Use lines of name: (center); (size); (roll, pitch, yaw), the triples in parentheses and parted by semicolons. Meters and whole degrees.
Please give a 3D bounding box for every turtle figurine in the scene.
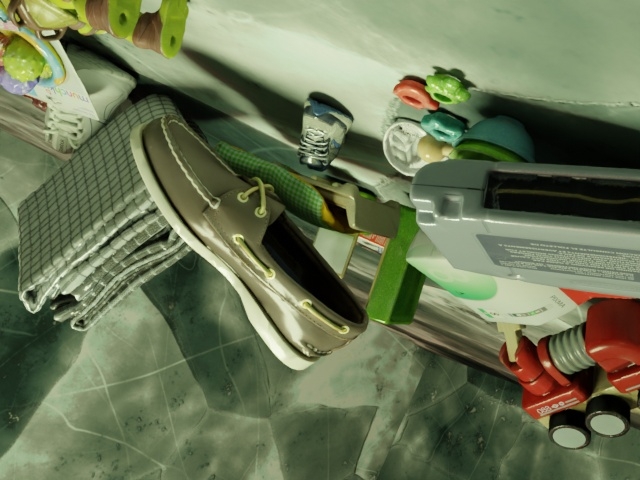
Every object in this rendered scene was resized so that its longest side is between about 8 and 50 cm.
turtle figurine: (-0.239, -0.222, 0.707); (0.217, 0.087, 0.269); (22, 172, 23)

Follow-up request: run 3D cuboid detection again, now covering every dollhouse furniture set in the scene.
dollhouse furniture set: (0.000, 0.000, 1.010); (0.197, 0.151, 0.301); (20, -177, 26)

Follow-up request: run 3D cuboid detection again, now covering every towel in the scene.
towel: (-0.256, -0.037, 1.057); (0.121, 0.283, 0.235); (45, -172, -36)

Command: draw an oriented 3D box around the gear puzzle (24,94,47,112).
gear puzzle: (-0.505, -0.269, 1.402); (0.175, 0.044, 0.339); (23, 172, 18)

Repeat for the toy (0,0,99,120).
toy: (-0.353, -0.219, 0.915); (0.136, 0.056, 0.237); (22, 150, 21)

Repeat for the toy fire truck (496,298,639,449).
toy fire truck: (0.331, 0.127, 1.083); (0.246, 0.158, 0.217); (40, 133, -17)

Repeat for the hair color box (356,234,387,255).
hair color box: (0.087, -0.012, 1.254); (0.167, 0.053, 0.093); (25, 173, 9)

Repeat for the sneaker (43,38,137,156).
sneaker: (-0.323, -0.180, 1.114); (0.111, 0.129, 0.297); (28, 171, -4)

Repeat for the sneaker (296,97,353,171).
sneaker: (0.001, -0.105, 0.864); (0.052, 0.058, 0.135); (23, 172, 10)

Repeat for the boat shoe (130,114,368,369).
boat shoe: (-0.072, -0.008, 0.875); (0.324, 0.096, 0.116); (54, -155, -12)

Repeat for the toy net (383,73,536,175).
toy net: (0.097, -0.087, 0.728); (0.122, 0.045, 0.232); (26, 173, -15)

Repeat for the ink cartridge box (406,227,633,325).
ink cartridge box: (0.241, 0.045, 0.963); (0.181, 0.056, 0.224); (36, 160, -33)

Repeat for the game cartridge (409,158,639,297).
game cartridge: (0.235, 0.000, 0.646); (0.294, 0.060, 0.196); (7, 162, 23)

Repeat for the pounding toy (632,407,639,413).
pounding toy: (0.441, 0.200, 1.243); (0.130, 0.141, 0.100); (25, 173, 0)
